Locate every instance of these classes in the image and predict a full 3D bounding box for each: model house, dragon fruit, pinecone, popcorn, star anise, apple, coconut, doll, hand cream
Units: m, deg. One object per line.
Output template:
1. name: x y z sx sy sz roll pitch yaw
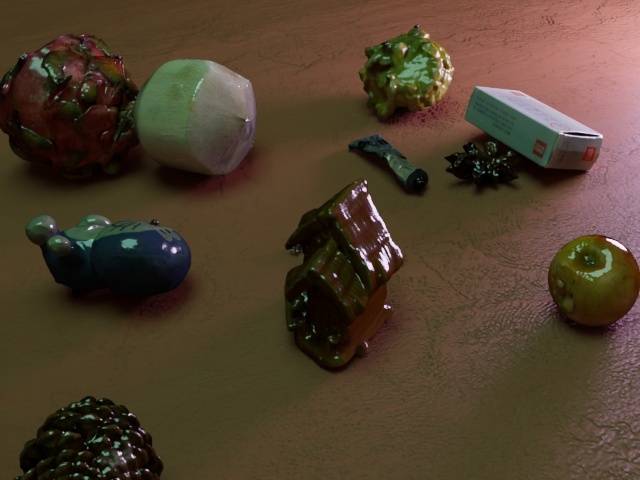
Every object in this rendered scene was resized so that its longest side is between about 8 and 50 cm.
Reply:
1. model house: 0.018 0.039 1.416 0.219 0.229 0.199 21 38 35
2. dragon fruit: -0.514 -0.254 1.921 0.263 0.296 0.314 40 44 4
3. pinecone: -0.292 0.295 1.153 0.169 0.185 0.212 -15 17 13
4. popcorn: 0.188 -0.376 2.011 0.189 0.169 0.218 -21 33 -18
5. star anise: 0.325 -0.151 1.772 0.168 0.057 0.168 2 31 -1
6. apple: 0.426 0.057 1.396 0.146 0.146 0.146 -5 35 3
7. coconut: -0.242 -0.251 1.855 0.247 0.245 0.245 14 40 27
8. doll: -0.353 0.022 1.552 0.258 0.154 0.228 -4 -3 23
9. hand cream: 0.144 -0.159 1.831 0.075 0.052 0.248 2 23 -29

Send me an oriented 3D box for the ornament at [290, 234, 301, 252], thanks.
1. ornament: 0.000 0.000 1.639 0.125 0.028 0.073 -16 36 -15

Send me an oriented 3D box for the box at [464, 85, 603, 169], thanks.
1. box: 0.423 -0.227 1.804 0.135 0.079 0.269 -1 28 -33
